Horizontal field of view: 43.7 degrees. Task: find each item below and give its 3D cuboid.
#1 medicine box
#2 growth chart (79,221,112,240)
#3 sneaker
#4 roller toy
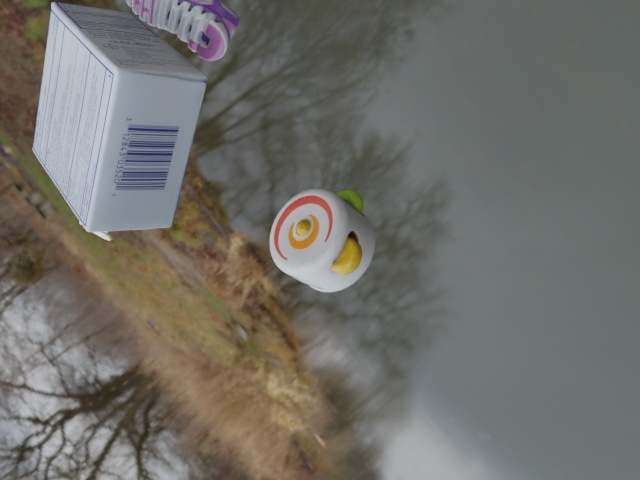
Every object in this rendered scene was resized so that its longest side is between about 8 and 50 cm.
[{"bbox_3d":[-0.331,-0.198,1.269,0.289,0.149,0.264,45,126,42],"label":"medicine box"},{"bbox_3d":[-0.556,-0.117,1.973,0.172,0.021,0.237,33,125,37],"label":"growth chart"},{"bbox_3d":[-0.237,-0.411,1.382,0.236,0.104,0.095,37,140,3],"label":"sneaker"},{"bbox_3d":[0.000,0.000,1.617,0.146,0.191,0.209,32,-139,-48],"label":"roller toy"}]
